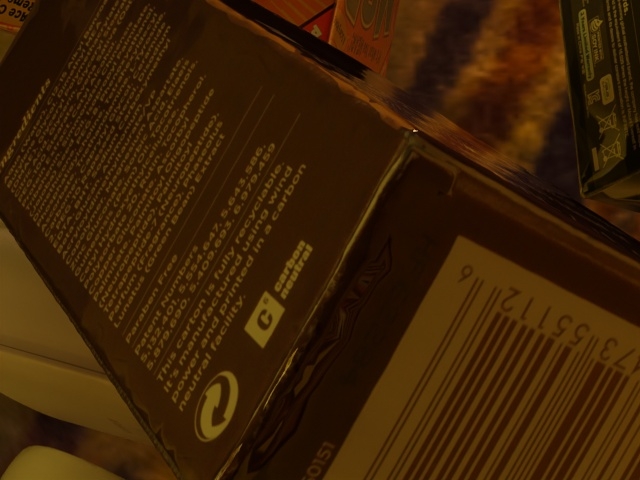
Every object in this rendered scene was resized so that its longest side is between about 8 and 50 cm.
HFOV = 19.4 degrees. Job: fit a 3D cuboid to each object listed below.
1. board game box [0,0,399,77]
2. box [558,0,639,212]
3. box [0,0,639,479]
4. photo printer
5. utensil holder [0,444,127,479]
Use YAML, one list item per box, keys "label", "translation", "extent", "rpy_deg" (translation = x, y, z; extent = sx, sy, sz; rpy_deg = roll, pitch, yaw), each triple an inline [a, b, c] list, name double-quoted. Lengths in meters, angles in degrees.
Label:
- label: "board game box"
  translation: [-0.104, -0.351, 1.923]
  extent: [0.357, 0.356, 0.356]
  rpy_deg: [11, 93, 11]
- label: "box"
  translation: [0.239, -0.244, 0.909]
  extent: [0.097, 0.318, 0.395]
  rpy_deg: [9, 66, -32]
- label: "box"
  translation: [0.000, 0.000, 0.750]
  extent: [0.191, 0.381, 0.143]
  rpy_deg: [26, 96, -29]
- label: "photo printer"
  translation: [-0.098, 0.073, 1.203]
  extent: [0.308, 0.256, 0.107]
  rpy_deg: [15, 76, 13]
- label: "utensil holder"
  translation: [-0.172, 0.383, 1.212]
  extent: [0.327, 0.327, 0.385]
  rpy_deg: [40, 69, -16]
